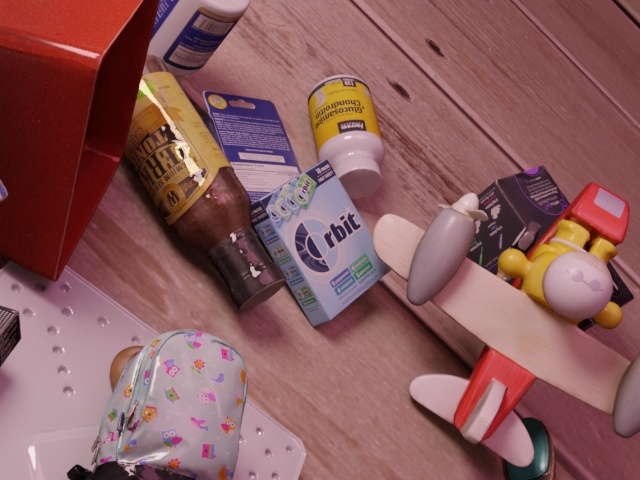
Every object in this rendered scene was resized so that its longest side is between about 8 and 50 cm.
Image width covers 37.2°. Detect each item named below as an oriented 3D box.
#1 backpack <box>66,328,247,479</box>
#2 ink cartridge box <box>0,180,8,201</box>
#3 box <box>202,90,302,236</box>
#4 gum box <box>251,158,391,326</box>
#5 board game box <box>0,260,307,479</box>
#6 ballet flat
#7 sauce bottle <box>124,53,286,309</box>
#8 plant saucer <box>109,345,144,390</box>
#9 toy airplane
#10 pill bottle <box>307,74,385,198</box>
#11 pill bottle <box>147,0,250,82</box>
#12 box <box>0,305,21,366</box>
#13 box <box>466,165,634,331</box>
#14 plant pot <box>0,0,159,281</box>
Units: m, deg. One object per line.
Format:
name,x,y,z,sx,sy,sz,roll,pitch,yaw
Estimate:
backpack,-0.138,0.178,0.912,0.152,0.115,0.182,29,50,-28
ink cartridge box,-0.481,-0.084,0.752,0.330,0.071,0.324,-35,106,-23
box,-0.090,-0.107,1.351,0.136,0.036,0.225,1,60,-43
gum box,0.000,0.000,1.299,0.157,0.041,0.184,-35,96,-45
board game box,-0.229,0.241,0.915,0.390,0.050,0.390,38,40,-11
ballet flat,0.298,0.346,1.317,0.067,0.073,0.206,54,32,-38
sauce bottle,-0.160,-0.073,1.199,0.111,0.111,0.344,-20,71,-49
plant saucer,-0.178,0.144,0.992,0.083,0.015,0.083,25,43,-26
toy airplane,0.289,0.106,1.264,0.386,0.272,0.384,-8,70,-12
pill bottle,0.042,-0.158,1.465,0.103,0.103,0.184,16,48,-34
pill bottle,-0.189,-0.292,1.298,0.112,0.187,0.112,25,44,-26
box,-0.389,0.109,0.824,0.184,0.045,0.190,15,40,9
box,0.353,0.034,1.556,0.165,0.143,0.270,-18,71,-47
plant pot,-0.329,-0.164,0.993,0.236,0.267,0.267,18,34,-6
